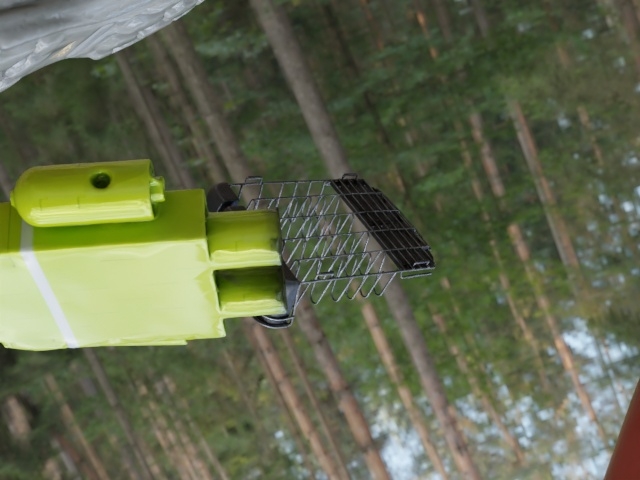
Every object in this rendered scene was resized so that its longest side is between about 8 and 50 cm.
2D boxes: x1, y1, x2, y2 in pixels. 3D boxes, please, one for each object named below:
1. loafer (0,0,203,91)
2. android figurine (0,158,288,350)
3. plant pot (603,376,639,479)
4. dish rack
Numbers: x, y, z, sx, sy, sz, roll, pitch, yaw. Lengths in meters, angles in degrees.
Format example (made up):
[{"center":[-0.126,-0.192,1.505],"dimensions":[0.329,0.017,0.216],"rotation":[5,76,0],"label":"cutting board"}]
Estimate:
[{"center":[-0.148,-0.156,0.634],"dimensions":[0.112,0.111,0.319],"rotation":[-27,-174,33],"label":"loafer"},{"center":[-0.162,0.023,0.859],"dimensions":[0.273,0.248,0.056],"rotation":[-3,-118,1],"label":"android figurine"},{"center":[0.303,0.228,0.808],"dimensions":[0.243,0.275,0.275],"rotation":[-63,-165,7],"label":"plant pot"},{"center":[0.000,0.000,1.428],"dimensions":[0.272,0.074,0.208],"rotation":[-6,-135,-36],"label":"dish rack"}]
